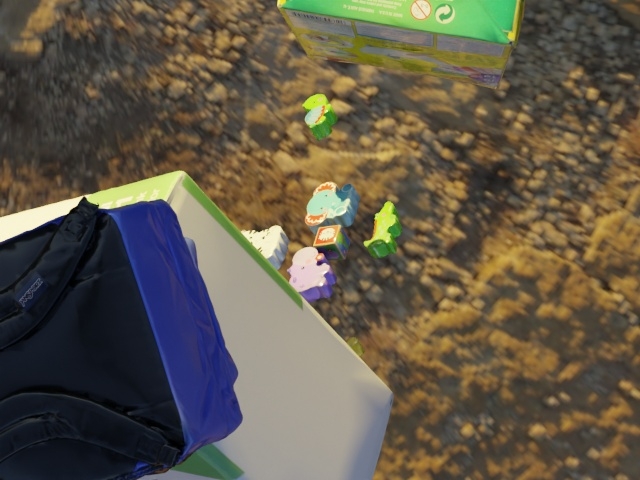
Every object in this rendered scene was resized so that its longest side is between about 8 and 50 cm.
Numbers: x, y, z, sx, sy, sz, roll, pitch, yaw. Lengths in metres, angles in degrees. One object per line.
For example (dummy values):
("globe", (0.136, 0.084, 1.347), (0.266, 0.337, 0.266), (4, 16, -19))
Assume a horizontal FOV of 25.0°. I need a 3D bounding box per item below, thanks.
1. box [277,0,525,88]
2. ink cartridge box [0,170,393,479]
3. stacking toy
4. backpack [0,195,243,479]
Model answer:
("box", (0.042, -0.106, 0.693), (0.105, 0.179, 0.043), (10, 88, 4))
("ink cartridge box", (-0.135, 0.089, 0.786), (0.201, 0.278, 0.117), (48, 46, -35))
("stacking toy", (0.000, 0.000, 1.276), (0.052, 0.221, 0.167), (-7, 134, 29))
("backpack", (-0.096, 0.048, 0.519), (0.120, 0.101, 0.098), (-19, 84, 15))
